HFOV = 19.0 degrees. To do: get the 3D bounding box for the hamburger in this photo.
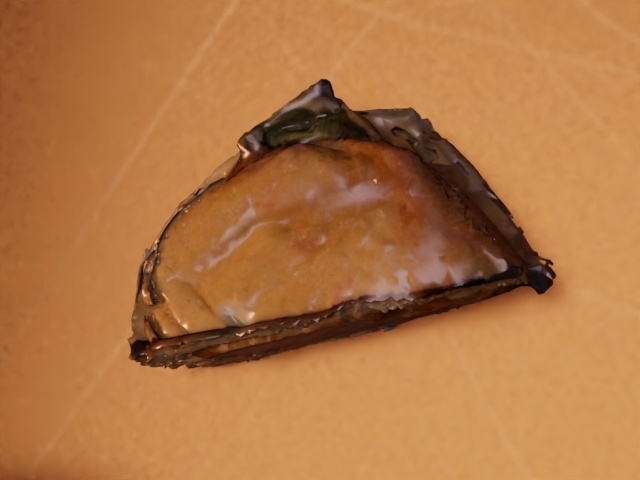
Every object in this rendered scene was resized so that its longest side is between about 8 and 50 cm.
[{"bbox_3d":[0.003,-0.007,0.791,0.176,0.087,0.102,-14,72,15],"label":"hamburger"}]
